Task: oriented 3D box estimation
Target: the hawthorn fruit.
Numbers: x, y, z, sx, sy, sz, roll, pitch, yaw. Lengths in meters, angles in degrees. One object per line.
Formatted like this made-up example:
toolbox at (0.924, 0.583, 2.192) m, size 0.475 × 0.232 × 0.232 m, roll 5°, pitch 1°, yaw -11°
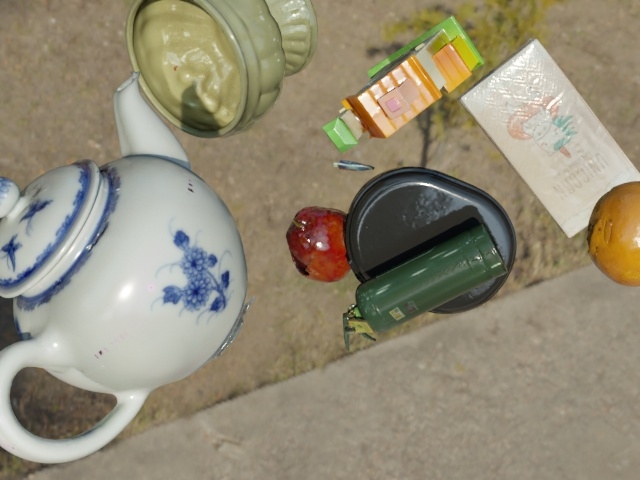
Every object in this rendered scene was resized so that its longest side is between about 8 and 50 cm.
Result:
hawthorn fruit at (0.000, 0.000, 1.898) m, size 0.172 × 0.148 × 0.148 m, roll 39°, pitch 15°, yaw -51°

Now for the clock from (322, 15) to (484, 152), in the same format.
clock at (0.143, -0.266, 1.808) m, size 0.106 × 0.220 × 0.255 m, roll 53°, pitch 42°, yaw -11°

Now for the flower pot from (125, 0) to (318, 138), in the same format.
flower pot at (-0.155, -0.342, 1.736) m, size 0.307 × 0.307 × 0.244 m, roll 36°, pitch 47°, yaw 20°

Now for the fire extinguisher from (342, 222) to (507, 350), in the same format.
fire extinguisher at (0.160, 0.084, 1.687) m, size 0.311 × 0.114 × 0.095 m, roll -26°, pitch 28°, yaw 13°

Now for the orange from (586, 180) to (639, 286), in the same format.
orange at (0.245, -0.004, 0.769) m, size 0.084 × 0.083 × 0.083 m, roll 10°, pitch 41°, yaw -9°

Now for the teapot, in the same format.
teapot at (-0.224, 0.020, 1.018) m, size 0.280 × 0.252 × 0.424 m, roll 36°, pitch 55°, yaw -32°

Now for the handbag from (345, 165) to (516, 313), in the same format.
handbag at (0.193, 0.002, 1.790) m, size 0.308 × 0.253 × 0.093 m, roll 23°, pitch 16°, yaw -2°

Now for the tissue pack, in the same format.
tissue pack at (0.404, -0.177, 1.756) m, size 0.325 × 0.170 × 0.071 m, roll 50°, pitch 12°, yaw -10°

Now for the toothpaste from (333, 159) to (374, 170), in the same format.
toothpaste at (0.064, -0.142, 1.918) m, size 0.083 × 0.019 × 0.027 m, roll 8°, pitch 10°, yaw 22°
